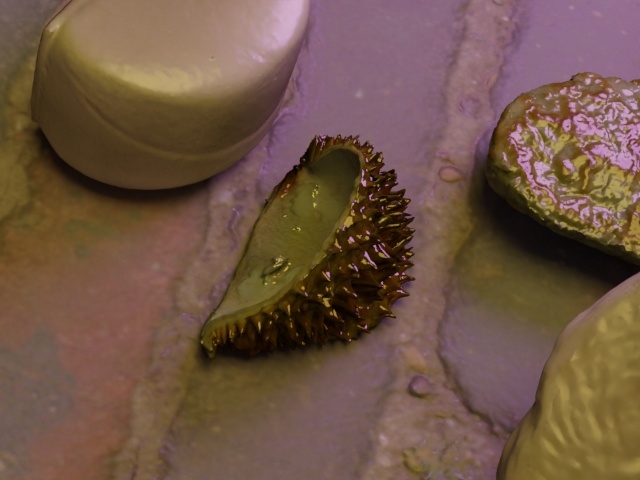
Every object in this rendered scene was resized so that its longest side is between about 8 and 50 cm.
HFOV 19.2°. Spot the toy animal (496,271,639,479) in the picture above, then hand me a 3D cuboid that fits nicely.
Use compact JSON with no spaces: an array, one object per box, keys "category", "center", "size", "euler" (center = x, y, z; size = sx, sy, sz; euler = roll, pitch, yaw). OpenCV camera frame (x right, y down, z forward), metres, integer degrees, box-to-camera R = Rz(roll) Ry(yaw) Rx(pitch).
[{"category":"toy animal","center":[0.244,0.208,1.430],"size":[0.266,0.188,0.308],"euler":[-35,86,-12]}]

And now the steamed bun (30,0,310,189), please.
[{"category":"steamed bun","center":[-0.108,-0.150,1.539],"size":[0.164,0.146,0.242],"euler":[33,52,9]}]

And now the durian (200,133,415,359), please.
[{"category":"durian","center":[0.000,0.000,1.507],"size":[0.139,0.144,0.252],"euler":[9,57,15]}]

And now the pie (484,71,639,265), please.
[{"category":"pie","center":[0.264,-0.055,1.630],"size":[0.248,0.090,0.201],"euler":[20,52,-1]}]
